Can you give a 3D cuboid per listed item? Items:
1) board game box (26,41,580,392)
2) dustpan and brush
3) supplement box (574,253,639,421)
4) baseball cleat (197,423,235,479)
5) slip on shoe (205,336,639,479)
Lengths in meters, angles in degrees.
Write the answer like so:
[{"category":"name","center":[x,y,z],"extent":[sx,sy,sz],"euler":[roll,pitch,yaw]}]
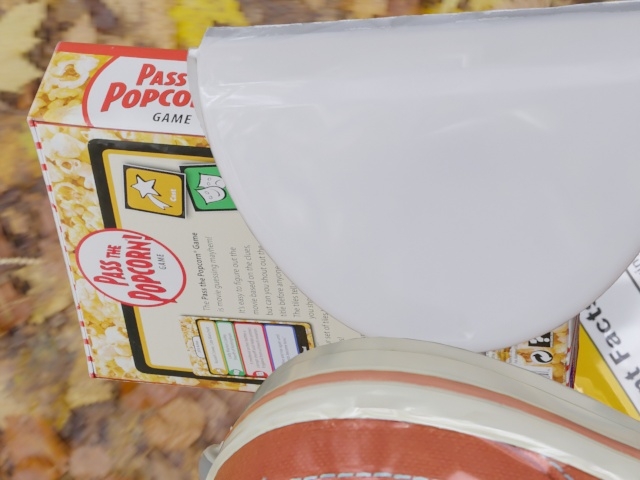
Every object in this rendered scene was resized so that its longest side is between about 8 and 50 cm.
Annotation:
[{"category":"board game box","center":[0.000,0.000,0.739],"extent":[0.194,0.045,0.146],"euler":[5,138,9]},{"category":"dustpan and brush","center":[0.042,0.005,0.608],"extent":[0.147,0.060,0.211],"euler":[-4,128,1]},{"category":"supplement box","center":[0.281,-0.003,1.029],"extent":[0.357,0.195,0.194],"euler":[-32,80,2]},{"category":"baseball cleat","center":[0.020,0.172,0.920],"extent":[0.206,0.072,0.109],"euler":[25,103,21]},{"category":"slip on shoe","center":[0.123,0.129,0.406],"extent":[0.331,0.101,0.123],"euler":[23,138,-6]}]
